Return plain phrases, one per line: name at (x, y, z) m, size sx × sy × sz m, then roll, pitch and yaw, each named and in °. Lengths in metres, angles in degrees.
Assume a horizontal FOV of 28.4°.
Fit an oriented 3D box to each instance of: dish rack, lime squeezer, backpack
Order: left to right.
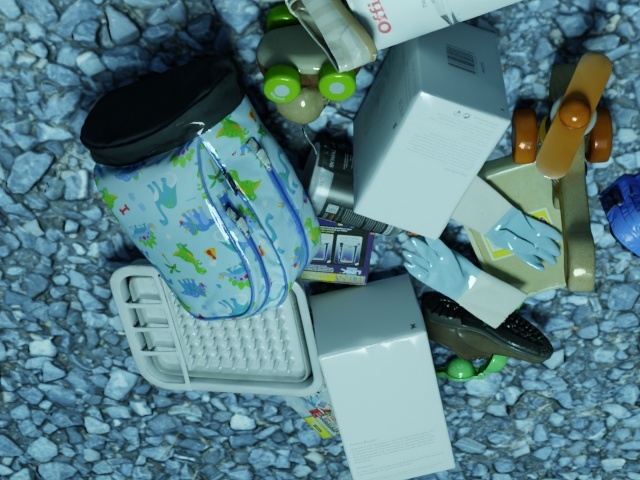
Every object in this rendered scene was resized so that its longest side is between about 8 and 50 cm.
backpack at (-0.158, -0.055, 1.837) m, size 0.290 × 0.273 × 0.355 m, roll -9°, pitch 137°, yaw 38°
dish rack at (-0.163, 0.134, 2.098) m, size 0.332 × 0.072 × 0.285 m, roll 2°, pitch 130°, yaw 16°
lime squeezer at (0.252, 0.201, 2.191) m, size 0.310 × 0.059 × 0.110 m, roll -32°, pitch 123°, yaw 26°
backpack at (0.492, -0.038, 1.940) m, size 0.098 × 0.120 × 0.101 m, roll 29°, pitch 125°, yaw -20°

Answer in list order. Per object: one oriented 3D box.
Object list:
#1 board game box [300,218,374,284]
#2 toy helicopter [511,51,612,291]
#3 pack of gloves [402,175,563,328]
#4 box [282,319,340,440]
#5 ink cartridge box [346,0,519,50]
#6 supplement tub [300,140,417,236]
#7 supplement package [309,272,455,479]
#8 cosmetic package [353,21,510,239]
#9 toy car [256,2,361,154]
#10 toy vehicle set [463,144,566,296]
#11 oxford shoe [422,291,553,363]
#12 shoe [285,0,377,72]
board game box at (0.000, 0.000, 2.034) m, size 0.170 × 0.048 × 0.141 m, roll 6°, pitch 132°, yaw -3°
toy helicopter at (0.351, -0.096, 1.742) m, size 0.140 × 0.355 × 0.235 m, roll 0°, pitch 147°, yaw 2°
pack of gloves at (0.255, 0.011, 2.004) m, size 0.232 × 0.046 × 0.195 m, roll 32°, pitch 111°, yaw -24°
box at (0.008, 0.246, 2.233) m, size 0.159 × 0.044 × 0.233 m, roll -25°, pitch 123°, yaw 25°
ink cartridge box at (0.161, -0.401, 1.642) m, size 0.289 × 0.121 × 0.211 m, roll -17°, pitch 128°, yaw 15°
supplement tub at (0.069, -0.074, 1.924) m, size 0.190 × 0.117 × 0.117 m, roll 16°, pitch 129°, yaw -11°
supplement package at (0.102, 0.233, 2.085) m, size 0.177 × 0.175 × 0.293 m, roll -13°, pitch 122°, yaw 2°
cosmetic package at (0.146, -0.166, 1.774) m, size 0.138 × 0.224 × 0.225 m, roll 17°, pitch 128°, yaw -13°
toy car at (-0.010, -0.216, 1.794) m, size 0.149 × 0.155 × 0.188 m, roll -2°, pitch 140°, yaw 4°
toy vehicle set at (0.321, -0.020, 2.015) m, size 0.166 × 0.035 × 0.267 m, roll -17°, pitch 128°, yaw 15°
oxford shoe at (0.278, 0.163, 2.119) m, size 0.227 × 0.083 × 0.096 m, roll 20°, pitch 129°, yaw 17°
shoe at (-0.009, -0.312, 1.681) m, size 0.058 × 0.219 × 0.076 m, roll -35°, pitch 162°, yaw -7°
